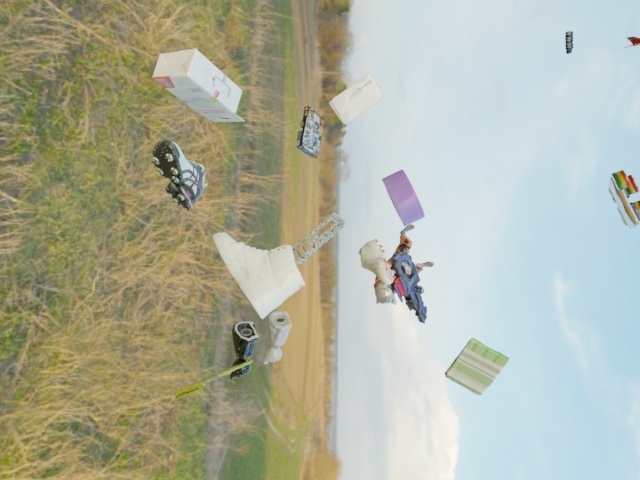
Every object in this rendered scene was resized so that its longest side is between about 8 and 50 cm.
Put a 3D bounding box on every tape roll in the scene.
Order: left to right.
[{"bbox_3d":[0.289,-0.148,1.413,0.189,0.080,0.189,61,12,-21],"label":"tape roll"}]

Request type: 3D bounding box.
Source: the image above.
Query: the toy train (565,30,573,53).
[{"bbox_3d":[0.943,-0.751,1.534,0.158,0.027,0.036,-64,146,-36],"label":"toy train"}]

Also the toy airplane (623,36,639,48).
[{"bbox_3d":[0.952,-0.579,1.168,0.151,0.151,0.028,-85,158,-63],"label":"toy airplane"}]

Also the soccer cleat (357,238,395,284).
[{"bbox_3d":[0.155,0.069,1.138,0.068,0.076,0.196,47,15,-27],"label":"soccer cleat"}]

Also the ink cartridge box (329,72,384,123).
[{"bbox_3d":[0.113,-0.447,1.279,0.085,0.148,0.203,53,15,-14],"label":"ink cartridge box"}]

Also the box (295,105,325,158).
[{"bbox_3d":[-0.031,-0.343,1.292,0.094,0.027,0.136,24,72,-54],"label":"box"}]

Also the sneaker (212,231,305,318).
[{"bbox_3d":[-0.157,0.052,1.060,0.292,0.169,0.108,48,-15,32],"label":"sneaker"}]

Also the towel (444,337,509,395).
[{"bbox_3d":[0.424,0.344,1.104,0.023,0.113,0.152,-44,159,-60],"label":"towel"}]

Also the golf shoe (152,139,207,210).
[{"bbox_3d":[-0.417,-0.214,1.217,0.120,0.105,0.272,-52,165,-28],"label":"golf shoe"}]

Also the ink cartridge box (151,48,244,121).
[{"bbox_3d":[-0.267,-0.349,0.936,0.198,0.115,0.067,29,73,-60],"label":"ink cartridge box"}]

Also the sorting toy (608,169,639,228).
[{"bbox_3d":[0.799,-0.102,1.044,0.275,0.046,0.132,5,65,-57],"label":"sorting toy"}]

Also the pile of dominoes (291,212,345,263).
[{"bbox_3d":[0.000,0.000,1.602,0.040,0.251,0.196,55,14,19],"label":"pile of dominoes"}]

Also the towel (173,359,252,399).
[{"bbox_3d":[-0.293,0.388,1.144,0.237,0.102,0.021,2,65,-67],"label":"towel"}]

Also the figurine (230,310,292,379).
[{"bbox_3d":[-0.201,0.356,1.356,0.092,0.215,0.209,39,-53,38],"label":"figurine"}]

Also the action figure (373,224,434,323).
[{"bbox_3d":[0.311,0.146,1.542,0.330,0.179,0.341,-42,122,-40],"label":"action figure"}]
